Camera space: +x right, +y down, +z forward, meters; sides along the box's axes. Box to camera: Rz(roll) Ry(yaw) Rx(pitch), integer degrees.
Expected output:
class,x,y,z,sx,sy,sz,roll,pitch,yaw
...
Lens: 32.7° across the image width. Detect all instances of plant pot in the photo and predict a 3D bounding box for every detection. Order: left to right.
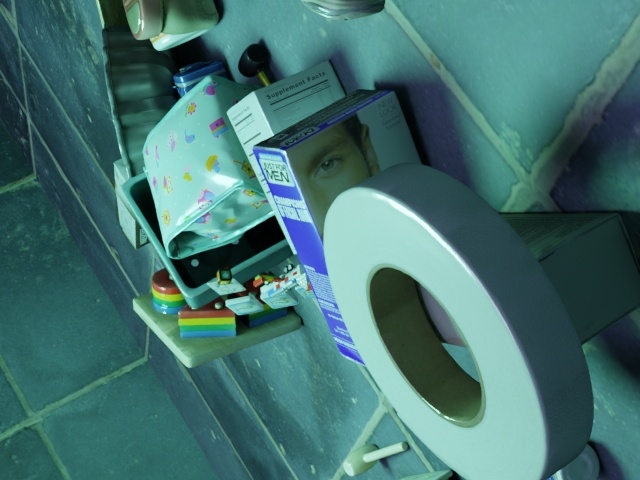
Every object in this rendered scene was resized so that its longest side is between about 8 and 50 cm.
class,x,y,z,sx,sy,sz,roll,pitch,yaw
plant pot,-0.199,-0.015,2.036,0.247,0.247,0.252,57,165,14

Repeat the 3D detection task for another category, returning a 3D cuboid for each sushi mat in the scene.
class,x,y,z,sx,sy,sz,roll,pitch,yaw
sushi mat,-0.414,-0.494,2.126,0.151,0.019,0.316,-77,-15,-47

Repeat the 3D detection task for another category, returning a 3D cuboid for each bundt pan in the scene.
class,x,y,z,sx,sy,sz,roll,pitch,yaw
bundt pan,-0.316,-0.255,2.058,0.331,0.124,0.330,169,90,-88

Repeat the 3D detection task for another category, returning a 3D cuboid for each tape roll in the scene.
class,x,y,z,sx,sy,sz,roll,pitch,yaw
tape roll,0.141,0.102,1.216,0.392,0.072,0.392,46,153,32

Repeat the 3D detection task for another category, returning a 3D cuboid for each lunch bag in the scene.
class,x,y,z,sx,sy,sz,roll,pitch,yaw
lunch bag,-0.215,-0.284,1.937,0.067,0.099,0.065,24,134,65
lunch bag,-0.190,-0.114,1.829,0.262,0.160,0.223,-33,65,37

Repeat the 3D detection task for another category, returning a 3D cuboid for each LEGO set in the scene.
class,x,y,z,sx,sy,sz,roll,pitch,yaw
LEGO set,-0.091,0.094,1.877,0.244,0.183,0.060,53,-152,-67

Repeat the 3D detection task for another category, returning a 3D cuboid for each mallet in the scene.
class,x,y,z,sx,sy,sz,roll,pitch,yaw
mallet,-0.075,-0.230,1.781,0.189,0.039,0.062,60,157,-3

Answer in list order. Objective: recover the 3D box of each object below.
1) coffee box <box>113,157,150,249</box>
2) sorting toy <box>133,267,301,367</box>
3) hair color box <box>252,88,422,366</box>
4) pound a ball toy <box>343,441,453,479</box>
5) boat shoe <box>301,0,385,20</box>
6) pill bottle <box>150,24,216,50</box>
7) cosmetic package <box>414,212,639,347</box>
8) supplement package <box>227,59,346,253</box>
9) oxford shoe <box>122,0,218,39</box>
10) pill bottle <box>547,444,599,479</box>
class,x,y,z,sx,sy,sz,roll,pitch,yaw
coffee box,-0.381,-0.103,2.448,0.098,0.141,0.246,54,156,20
sorting toy,-0.213,0.120,2.194,0.257,0.256,0.089,37,136,47
hair color box,0.064,-0.016,1.494,0.110,0.185,0.338,14,131,61
pound a ball toy,0.137,0.475,1.977,0.208,0.136,0.319,61,157,5
boat shoe,-0.028,-0.397,1.396,0.324,0.123,0.116,38,141,34
pill bottle,-0.269,-0.442,1.845,0.216,0.121,0.121,65,158,-8
cosmetic package,0.215,0.047,1.293,0.309,0.160,0.113,6,121,65
supplement package,-0.014,-0.122,1.627,0.244,0.139,0.134,65,157,-3
oxford shoe,-0.253,-0.509,1.732,0.140,0.147,0.396,156,107,-68
pill bottle,0.315,0.298,1.476,0.120,0.067,0.067,-2,114,66
